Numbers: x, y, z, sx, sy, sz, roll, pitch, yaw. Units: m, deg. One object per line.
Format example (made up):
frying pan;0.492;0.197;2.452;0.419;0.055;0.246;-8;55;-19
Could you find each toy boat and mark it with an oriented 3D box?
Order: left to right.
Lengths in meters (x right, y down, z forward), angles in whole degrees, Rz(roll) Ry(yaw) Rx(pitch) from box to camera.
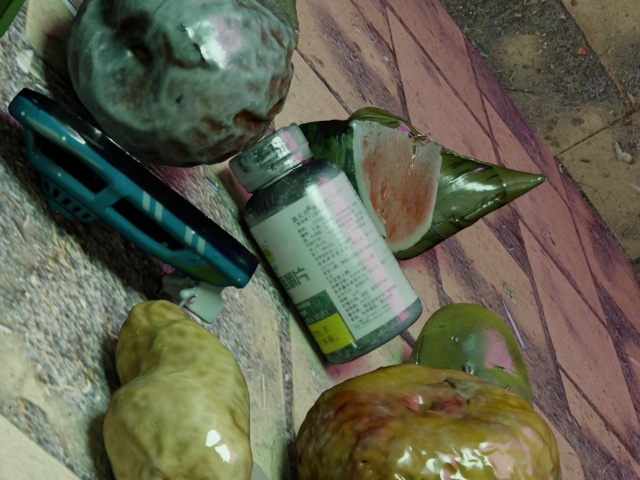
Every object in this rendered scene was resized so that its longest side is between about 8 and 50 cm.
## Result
toy boat;-0.199;-0.029;1.448;0.299;0.092;0.134;39;-7;-31

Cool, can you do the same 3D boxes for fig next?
fig;0.113;0.329;1.581;0.286;0.286;0.368;-50;140;-71

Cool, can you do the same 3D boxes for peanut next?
peanut;-0.126;0.153;1.313;0.137;0.122;0.253;38;24;-28

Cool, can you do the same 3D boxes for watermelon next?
watermelon;0.062;-0.101;2.102;0.224;0.180;0.305;51;17;19

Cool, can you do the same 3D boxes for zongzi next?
zongzi;0.179;-0.132;2.306;0.251;0.274;0.125;62;11;5

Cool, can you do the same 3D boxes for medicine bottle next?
medicine bottle;0.000;0.000;1.842;0.293;0.141;0.141;60;18;-3

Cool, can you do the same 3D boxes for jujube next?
jujube;-0.153;-0.199;1.634;0.246;0.215;0.308;37;15;9

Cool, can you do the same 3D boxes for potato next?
potato;0.209;0.206;2.045;0.143;0.169;0.248;110;-27;-66

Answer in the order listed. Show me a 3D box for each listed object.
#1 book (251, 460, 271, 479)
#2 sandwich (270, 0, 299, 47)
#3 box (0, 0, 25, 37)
book;-0.028;0.383;1.362;0.239;0.035;0.352;54;19;-23
sandwich;-0.133;-0.405;2.170;0.271;0.099;0.301;44;23;-29
box;-0.315;-0.351;1.238;0.178;0.328;0.253;7;35;-53
